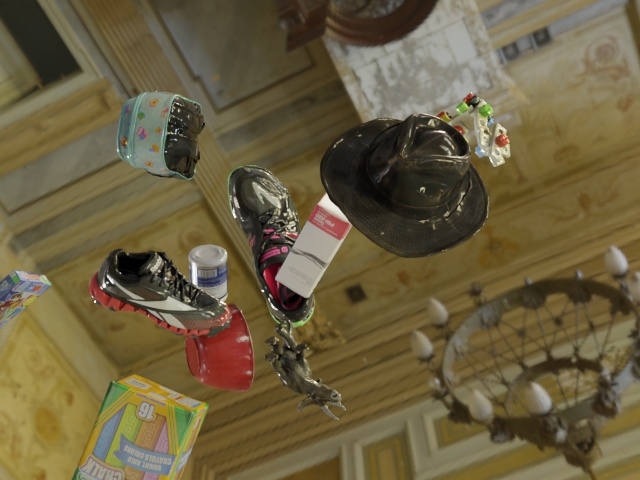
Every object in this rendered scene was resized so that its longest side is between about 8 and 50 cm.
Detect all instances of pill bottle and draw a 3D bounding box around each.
[{"bbox_3d":[-0.276,0.104,2.028,0.094,0.169,0.094,2,-151,-1],"label":"pill bottle"}]

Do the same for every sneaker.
[{"bbox_3d":[-0.121,0.009,2.296,0.185,0.482,0.202,-22,180,-7],"label":"sneaker"},{"bbox_3d":[-0.290,0.093,1.534,0.097,0.276,0.135,-78,-169,-52],"label":"sneaker"}]

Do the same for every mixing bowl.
[{"bbox_3d":[-0.210,0.222,1.637,0.098,0.181,0.181,-7,-162,-25],"label":"mixing bowl"}]

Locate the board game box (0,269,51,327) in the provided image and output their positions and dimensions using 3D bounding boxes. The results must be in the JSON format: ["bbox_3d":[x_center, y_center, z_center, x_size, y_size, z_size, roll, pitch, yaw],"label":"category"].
[{"bbox_3d":[-0.779,0.154,2.017,0.201,0.035,0.136,-39,165,5],"label":"board game box"}]

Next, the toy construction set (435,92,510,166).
[{"bbox_3d":[0.331,-0.250,2.067,0.328,0.151,0.215,-10,-149,43],"label":"toy construction set"}]

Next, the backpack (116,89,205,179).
[{"bbox_3d":[-0.311,-0.206,1.582,0.145,0.165,0.188,11,-178,2],"label":"backpack"}]

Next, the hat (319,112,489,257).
[{"bbox_3d":[0.174,-0.131,1.438,0.331,0.331,0.134,-53,175,-39],"label":"hat"}]

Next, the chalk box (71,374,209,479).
[{"bbox_3d":[-0.270,0.322,1.202,0.132,0.132,0.213,72,38,-85],"label":"chalk box"}]

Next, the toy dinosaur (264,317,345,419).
[{"bbox_3d":[-0.070,0.291,1.912,0.121,0.160,0.313,-24,-150,-15],"label":"toy dinosaur"}]

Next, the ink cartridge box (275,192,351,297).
[{"bbox_3d":[0.000,0.000,1.858,0.217,0.092,0.158,-62,177,26],"label":"ink cartridge box"}]
